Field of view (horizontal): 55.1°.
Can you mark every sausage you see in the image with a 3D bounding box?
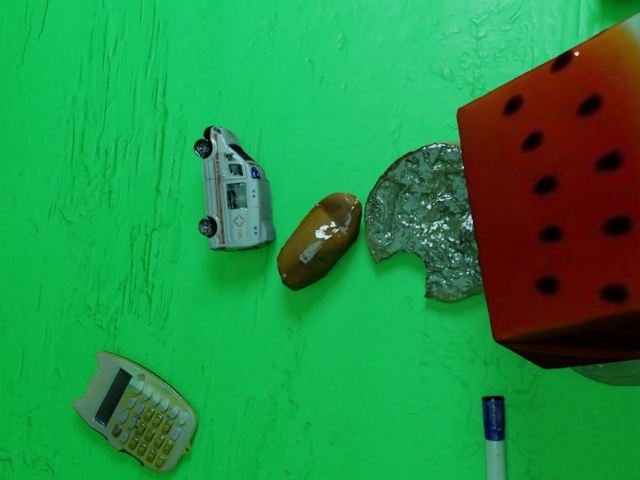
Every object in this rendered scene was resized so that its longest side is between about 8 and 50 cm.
[{"bbox_3d":[0.000,0.000,0.958,0.089,0.089,0.179,44,98,14],"label":"sausage"}]

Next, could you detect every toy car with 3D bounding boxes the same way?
[{"bbox_3d":[-0.135,-0.086,0.996,0.108,0.089,0.209,-5,89,17],"label":"toy car"}]

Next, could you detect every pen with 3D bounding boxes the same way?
[{"bbox_3d":[0.257,0.360,0.889,0.033,0.033,0.268,-3,88,18],"label":"pen"}]

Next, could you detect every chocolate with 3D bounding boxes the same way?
[{"bbox_3d":[0.333,-0.053,0.678,0.341,0.161,0.360,-24,63,43],"label":"chocolate"}]

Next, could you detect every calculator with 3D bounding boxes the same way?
[{"bbox_3d":[-0.318,0.302,1.077,0.237,0.033,0.157,32,97,14],"label":"calculator"}]

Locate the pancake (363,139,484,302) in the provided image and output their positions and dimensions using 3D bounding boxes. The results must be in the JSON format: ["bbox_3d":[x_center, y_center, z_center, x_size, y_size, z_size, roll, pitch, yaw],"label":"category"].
[{"bbox_3d":[0.192,-0.033,0.917,0.254,0.037,0.253,0,89,17],"label":"pancake"}]

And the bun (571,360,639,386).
[{"bbox_3d":[0.379,0.082,0.811,0.237,0.116,0.209,25,96,16],"label":"bun"}]
